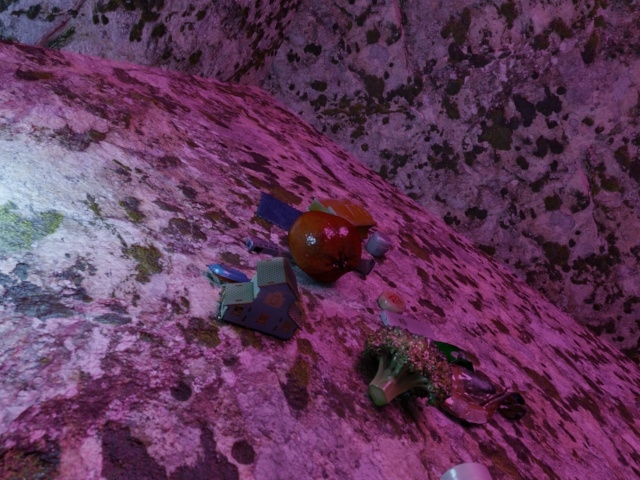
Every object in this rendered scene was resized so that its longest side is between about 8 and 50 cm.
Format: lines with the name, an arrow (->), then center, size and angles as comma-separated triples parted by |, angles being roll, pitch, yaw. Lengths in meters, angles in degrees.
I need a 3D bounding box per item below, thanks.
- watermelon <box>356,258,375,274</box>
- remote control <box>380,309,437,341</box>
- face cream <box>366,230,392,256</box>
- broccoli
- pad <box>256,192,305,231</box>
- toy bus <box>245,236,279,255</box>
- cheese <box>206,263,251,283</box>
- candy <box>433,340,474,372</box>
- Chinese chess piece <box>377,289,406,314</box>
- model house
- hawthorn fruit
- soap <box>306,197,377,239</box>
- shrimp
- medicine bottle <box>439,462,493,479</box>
watermelon -> 0.201, 0.109, 2.023 | 0.094, 0.081, 0.180 | 30, 3, 34
remote control -> 0.359, 0.351, 1.796 | 0.250, 0.034, 0.103 | 21, 27, -25
face cream -> 0.296, 0.017, 2.255 | 0.117, 0.104, 0.117 | 27, 25, -14
broccoli -> 0.265, 0.389, 1.398 | 0.288, 0.235, 0.260 | 5, -1, 43
pad -> -0.165, -0.115, 2.062 | 0.269, 0.012, 0.269 | 26, 26, -15
toy bus -> -0.220, 0.024, 1.708 | 0.131, 0.037, 0.052 | 16, 34, -35
cheese -> -0.256, 0.127, 1.460 | 0.256, 0.037, 0.106 | 25, 6, -29
candy -> 0.505, 0.441, 1.723 | 0.203, 0.078, 0.141 | 30, -7, -34
Chinese chess piece -> 0.300, 0.263, 1.868 | 0.122, 0.051, 0.122 | 26, 26, -14
model house -> -0.154, 0.154, 1.339 | 0.271, 0.206, 0.178 | 24, 26, -19
hawthorn fruit -> 0.000, 0.000, 1.749 | 0.287, 0.287, 0.330 | 9, 28, -42
soap -> 0.106, -0.115, 2.246 | 0.259, 0.143, 0.281 | 45, 32, 25
shrimp -> 0.565, 0.559, 1.586 | 0.446, 0.110, 0.221 | 19, 33, -21
medicine bottle -> 0.385, 0.692, 1.033 | 0.170, 0.170, 0.293 | 23, 25, -20
